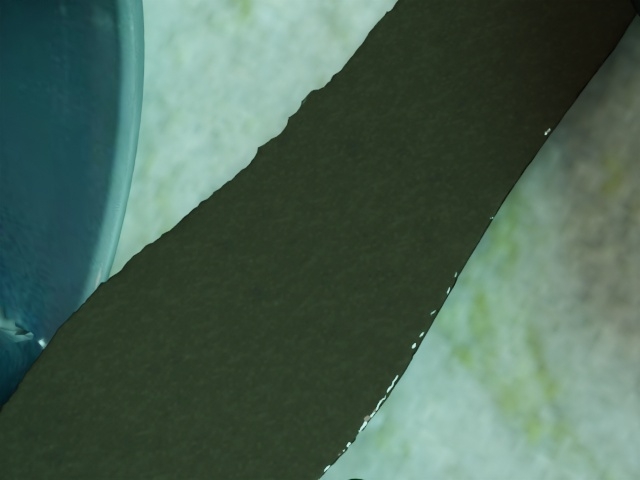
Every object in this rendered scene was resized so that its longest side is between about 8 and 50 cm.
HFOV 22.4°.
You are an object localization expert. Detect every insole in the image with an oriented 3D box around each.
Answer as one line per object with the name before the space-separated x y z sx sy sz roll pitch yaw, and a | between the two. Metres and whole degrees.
insole | 0.000 0.000 0.514 0.111 0.007 0.328 30 71 33

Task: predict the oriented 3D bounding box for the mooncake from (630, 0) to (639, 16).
mooncake | 0.227 -0.074 0.437 0.306 0.154 0.306 0 84 3

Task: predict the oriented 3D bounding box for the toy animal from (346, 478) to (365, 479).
toy animal | 0.038 0.152 0.499 0.236 0.108 0.138 13 87 9

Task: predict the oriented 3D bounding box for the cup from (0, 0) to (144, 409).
cup | -0.241 -0.067 0.503 0.311 0.257 0.331 18 89 15
